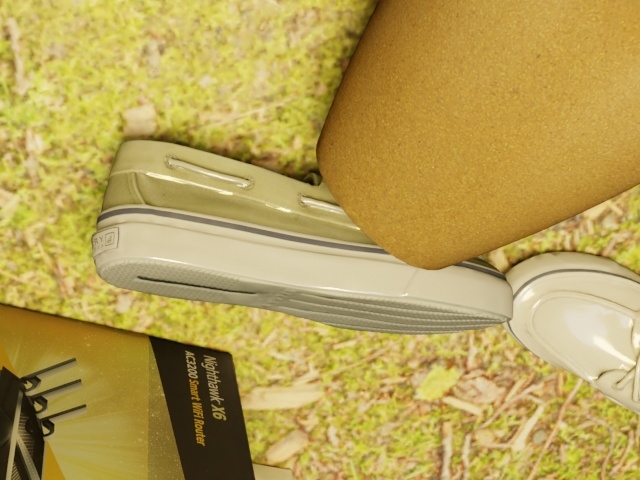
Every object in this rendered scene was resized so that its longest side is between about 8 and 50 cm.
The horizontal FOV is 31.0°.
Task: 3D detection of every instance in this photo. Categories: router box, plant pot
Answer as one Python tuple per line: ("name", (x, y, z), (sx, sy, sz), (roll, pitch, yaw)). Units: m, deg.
("router box", (-0.163, 0.157, 0.702), (0.243, 0.309, 0.081), (14, 114, -18))
("plant pot", (0.123, -0.104, 0.693), (0.237, 0.237, 0.254), (32, 120, -23))

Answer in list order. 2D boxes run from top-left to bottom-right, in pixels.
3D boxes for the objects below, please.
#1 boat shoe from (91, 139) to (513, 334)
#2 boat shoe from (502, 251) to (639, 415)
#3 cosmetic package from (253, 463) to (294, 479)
("boat shoe", (0.000, 0.000, 0.775), (0.302, 0.109, 0.094), (12, 71, -24))
("boat shoe", (0.251, 0.086, 0.873), (0.258, 0.084, 0.095), (20, 111, -20))
("cosmetic package", (-0.144, 0.206, 0.871), (0.239, 0.060, 0.099), (14, 115, -18))
